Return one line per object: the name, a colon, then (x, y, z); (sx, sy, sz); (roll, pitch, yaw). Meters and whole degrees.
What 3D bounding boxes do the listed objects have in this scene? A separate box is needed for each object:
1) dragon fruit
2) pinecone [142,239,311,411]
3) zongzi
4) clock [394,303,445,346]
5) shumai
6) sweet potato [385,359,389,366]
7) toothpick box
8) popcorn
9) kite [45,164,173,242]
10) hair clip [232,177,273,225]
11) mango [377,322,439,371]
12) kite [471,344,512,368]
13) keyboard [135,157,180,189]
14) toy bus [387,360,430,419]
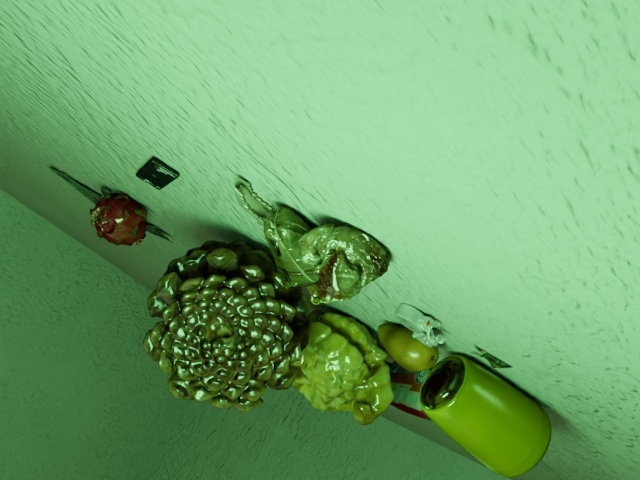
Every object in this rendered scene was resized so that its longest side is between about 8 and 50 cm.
dragon fruit: (-0.495, -0.050, 1.899); (0.166, 0.133, 0.136); (46, -159, -45)
pinecone: (-0.201, 0.165, 1.667); (0.384, 0.384, 0.384); (27, 166, 8)
zongzi: (0.000, 0.000, 1.269); (0.178, 0.081, 0.189); (-2, 139, 13)
clock: (0.197, 0.171, 1.467); (0.087, 0.041, 0.129); (20, 159, 45)
shumai: (0.041, 0.038, 1.198); (0.139, 0.105, 0.123); (-4, 150, -13)
sweet potato: (0.105, 0.352, 2.121); (0.130, 0.131, 0.422); (31, 161, -8)
toothpick box: (0.338, 0.361, 1.591); (0.271, 0.175, 0.175); (39, 164, -21)
popcorn: (0.051, 0.302, 1.846); (0.332, 0.225, 0.265); (38, 145, 45)
kite: (-0.582, -0.099, 2.114); (0.406, 0.014, 0.368); (31, 165, -5)
hair clip: (-0.104, -0.046, 1.320); (0.072, 0.034, 0.226); (19, 162, 39)
mango: (0.181, 0.225, 1.604); (0.102, 0.085, 0.184); (37, 170, -24)
kite: (0.339, 0.237, 1.495); (0.090, 0.004, 0.122); (19, 162, 34)
keyboard: (-0.325, -0.130, 1.502); (0.061, 0.013, 0.204); (33, 165, -17)
toy bus: (0.253, 0.392, 1.960); (0.121, 0.120, 0.265); (33, 166, -18)
